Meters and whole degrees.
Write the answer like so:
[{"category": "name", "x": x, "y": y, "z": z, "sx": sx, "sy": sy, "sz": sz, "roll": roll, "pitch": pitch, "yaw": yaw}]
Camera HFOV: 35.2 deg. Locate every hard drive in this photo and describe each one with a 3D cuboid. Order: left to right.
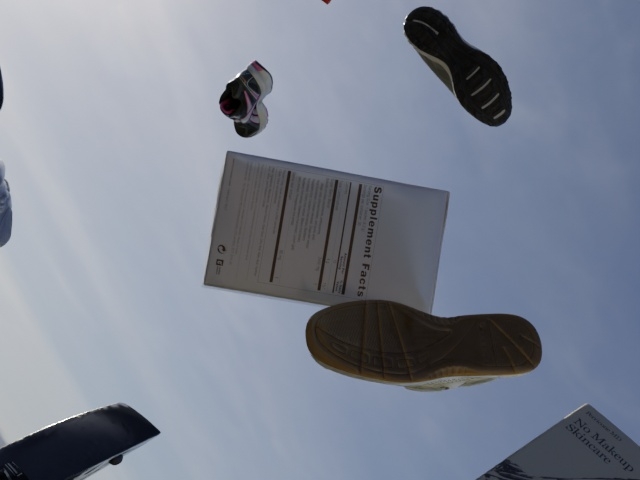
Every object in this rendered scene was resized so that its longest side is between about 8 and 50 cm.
[{"category": "hard drive", "x": -0.268, "y": 0.213, "z": 0.867, "sx": 0.054, "sy": 0.172, "sz": 0.254, "roll": 60, "pitch": 23, "yaw": 7}]

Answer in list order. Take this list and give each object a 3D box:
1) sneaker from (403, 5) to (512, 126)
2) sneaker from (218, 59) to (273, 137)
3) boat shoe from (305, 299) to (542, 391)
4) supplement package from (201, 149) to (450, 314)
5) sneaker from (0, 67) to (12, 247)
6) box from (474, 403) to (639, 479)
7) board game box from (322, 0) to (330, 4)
[{"category": "sneaker", "x": 0.267, "y": -0.328, "z": 1.915, "sx": 0.272, "sy": 0.100, "sz": 0.108, "roll": 52, "pitch": 5, "yaw": 11}, {"category": "sneaker", "x": -0.133, "y": -0.222, "z": 1.644, "sx": 0.072, "sy": 0.077, "sz": 0.178, "roll": 50, "pitch": -23, "yaw": 19}, {"category": "boat shoe", "x": 0.111, "y": 0.134, "z": 1.164, "sx": 0.096, "sy": 0.276, "sz": 0.098, "roll": 118, "pitch": -25, "yaw": -61}, {"category": "supplement package", "x": 0.000, "y": 0.000, "z": 1.343, "sx": 0.177, "sy": 0.292, "sz": 0.175, "roll": 157, "pitch": -57, "yaw": -81}, {"category": "sneaker", "x": -0.233, "y": -0.077, "z": 0.572, "sx": 0.268, "sy": 0.101, "sz": 0.153, "roll": 147, "pitch": -65, "yaw": -74}, {"category": "box", "x": 0.222, "y": 0.281, "z": 1.041, "sx": 0.113, "sy": 0.275, "sz": 0.094, "roll": 41, "pitch": -46, "yaw": 28}, {"category": "board game box", "x": -0.054, "y": -0.666, "z": 2.090, "sx": 0.316, "sy": 0.242, "sz": 0.064, "roll": 33, "pitch": -35, "yaw": -7}]
